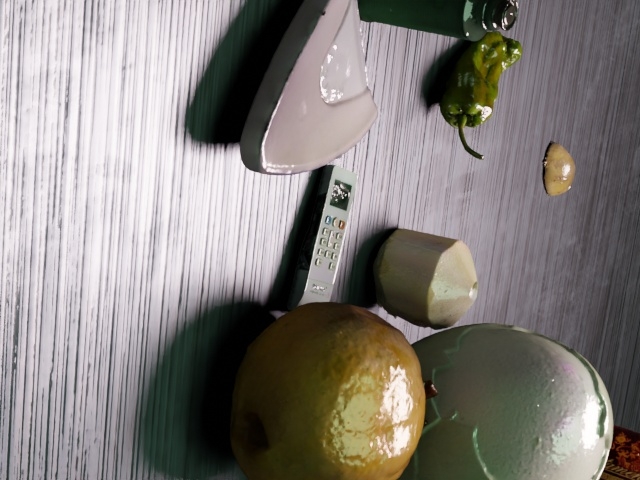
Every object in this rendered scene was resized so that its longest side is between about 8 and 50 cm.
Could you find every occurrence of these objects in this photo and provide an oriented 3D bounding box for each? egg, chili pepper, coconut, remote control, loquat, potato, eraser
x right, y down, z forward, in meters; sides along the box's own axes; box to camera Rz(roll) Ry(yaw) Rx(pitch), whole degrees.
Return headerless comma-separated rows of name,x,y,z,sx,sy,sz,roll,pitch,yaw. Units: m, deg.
egg,0.188,0.234,1.907,0.336,0.278,0.278,-39,171,36
chili pepper,0.184,-0.183,1.966,0.072,0.073,0.204,61,40,-30
coconut,0.133,0.049,1.947,0.116,0.122,0.116,-33,131,-48
remote control,0.000,0.000,1.794,0.065,0.029,0.166,18,85,-59
loquat,0.006,0.175,1.736,0.238,0.193,0.238,-2,93,-39
potato,0.343,-0.093,2.313,0.037,0.036,0.093,-54,146,-36
eraser,-0.019,-0.153,1.649,0.243,0.059,0.204,-49,143,-41

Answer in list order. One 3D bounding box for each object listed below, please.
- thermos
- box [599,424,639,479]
thermos,0.117,-0.247,1.699,0.073,0.187,0.083,-38,134,-44
box,0.378,0.448,2.429,0.415,0.264,0.116,-47,140,-38
